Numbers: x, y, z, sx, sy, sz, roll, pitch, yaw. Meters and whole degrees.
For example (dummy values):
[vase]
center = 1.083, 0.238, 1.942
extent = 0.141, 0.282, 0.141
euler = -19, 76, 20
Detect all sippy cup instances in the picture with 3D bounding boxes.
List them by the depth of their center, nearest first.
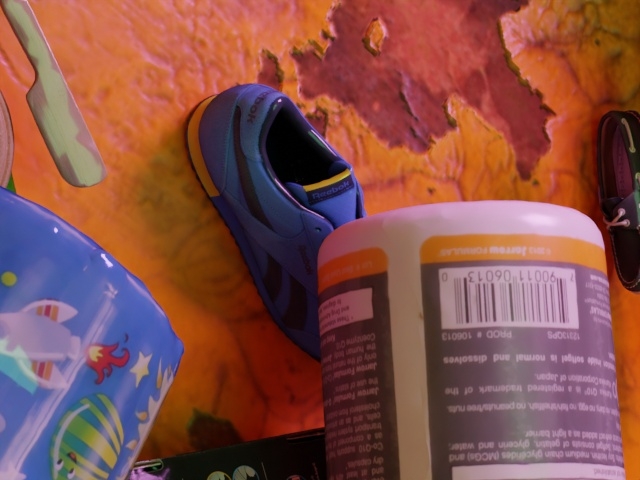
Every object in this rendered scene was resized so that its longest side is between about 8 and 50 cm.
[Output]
[sippy cup]
center = -0.187, 0.094, 0.878
extent = 0.305, 0.240, 0.224
euler = 45, 69, -30

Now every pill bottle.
[pill bottle]
center = 0.083, 0.128, 1.025
extent = 0.162, 0.162, 0.278
euler = 5, 76, -35

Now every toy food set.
[toy food set]
center = -0.221, -0.046, 0.989
extent = 0.192, 0.038, 0.132
euler = -25, 99, -22

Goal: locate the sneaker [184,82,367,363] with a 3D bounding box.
[sneaker]
center = 0.000, 0.000, 1.114
extent = 0.069, 0.082, 0.209
euler = -44, 115, -29

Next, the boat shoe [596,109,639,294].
[boat shoe]
center = 0.207, -0.027, 1.282
extent = 0.038, 0.046, 0.125
euler = 7, 83, -35

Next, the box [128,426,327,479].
[box]
center = -0.032, 0.259, 1.048
extent = 0.293, 0.073, 0.295
euler = -8, 76, -33
